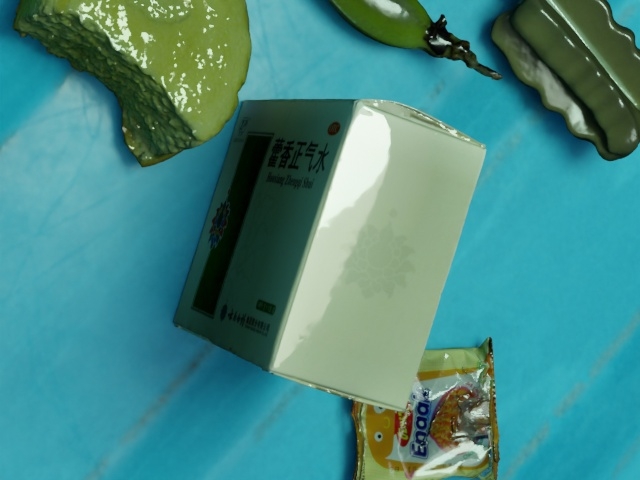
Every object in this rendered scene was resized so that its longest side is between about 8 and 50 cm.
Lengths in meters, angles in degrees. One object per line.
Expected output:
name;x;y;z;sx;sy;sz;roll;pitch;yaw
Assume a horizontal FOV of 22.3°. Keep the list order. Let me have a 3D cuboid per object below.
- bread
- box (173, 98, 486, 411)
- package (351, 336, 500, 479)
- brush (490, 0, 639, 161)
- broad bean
bread;-0.107;-0.136;1.025;0.156;0.086;0.125;47;68;-22
box;0.000;0.000;1.007;0.095;0.212;0.168;20;87;-21
package;0.075;0.124;1.145;0.121;0.031;0.108;-3;95;-21
brush;0.131;-0.187;1.131;0.301;0.071;0.084;48;61;-9
broad bean;-0.003;-0.222;1.072;0.075;0.067;0.325;-33;110;16
